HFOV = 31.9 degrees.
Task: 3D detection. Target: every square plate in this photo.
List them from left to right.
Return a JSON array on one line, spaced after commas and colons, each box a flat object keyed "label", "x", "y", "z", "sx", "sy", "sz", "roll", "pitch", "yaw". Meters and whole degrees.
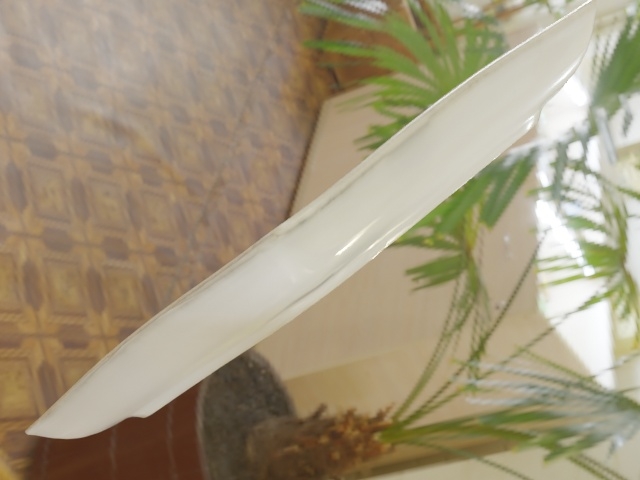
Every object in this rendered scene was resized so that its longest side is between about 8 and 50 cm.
[{"label": "square plate", "x": 0.000, "y": 0.000, "z": 0.741, "sx": 0.049, "sy": 0.344, "sz": 0.347, "roll": 53, "pitch": 49, "yaw": 0}]
